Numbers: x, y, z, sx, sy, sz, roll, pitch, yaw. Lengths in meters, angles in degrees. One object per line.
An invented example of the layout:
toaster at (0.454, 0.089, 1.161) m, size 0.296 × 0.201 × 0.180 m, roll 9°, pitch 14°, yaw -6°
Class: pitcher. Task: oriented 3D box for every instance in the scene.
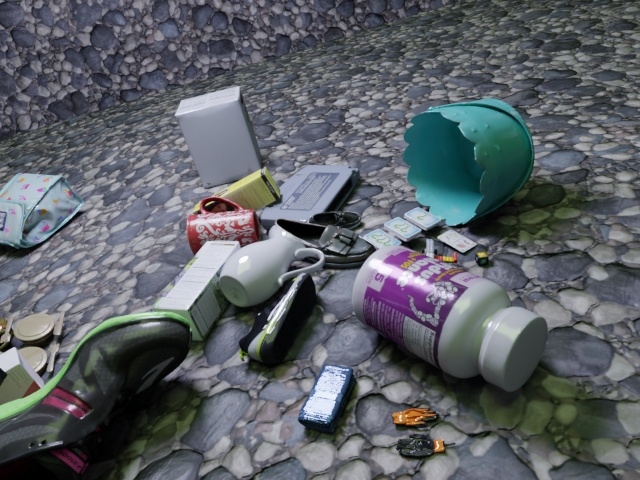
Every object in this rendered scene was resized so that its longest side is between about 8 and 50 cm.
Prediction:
pitcher at (-0.105, 0.062, 1.140) m, size 0.178 × 0.125 × 0.207 m, roll 15°, pitch 38°, yaw 30°

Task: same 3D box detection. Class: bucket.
bucket at (0.345, -0.192, 1.204) m, size 0.183 × 0.281 × 0.281 m, roll -24°, pitch 34°, yaw -22°

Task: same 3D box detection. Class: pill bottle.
pill bottle at (0.211, 0.126, 0.871) m, size 0.169 × 0.169 × 0.301 m, roll -36°, pitch 38°, yaw -28°

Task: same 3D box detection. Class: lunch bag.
lunch bag at (-0.958, -0.089, 1.675) m, size 0.223 × 0.160 × 0.262 m, roll 7°, pitch 51°, yaw 26°

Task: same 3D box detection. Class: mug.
mug at (-0.250, -0.042, 1.331) m, size 0.169 × 0.150 × 0.113 m, roll -8°, pitch 8°, yaw 3°

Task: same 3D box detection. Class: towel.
towel at (0.012, 0.266, 0.872) m, size 0.067 × 0.029 × 0.119 m, roll 4°, pitch 38°, yaw 26°

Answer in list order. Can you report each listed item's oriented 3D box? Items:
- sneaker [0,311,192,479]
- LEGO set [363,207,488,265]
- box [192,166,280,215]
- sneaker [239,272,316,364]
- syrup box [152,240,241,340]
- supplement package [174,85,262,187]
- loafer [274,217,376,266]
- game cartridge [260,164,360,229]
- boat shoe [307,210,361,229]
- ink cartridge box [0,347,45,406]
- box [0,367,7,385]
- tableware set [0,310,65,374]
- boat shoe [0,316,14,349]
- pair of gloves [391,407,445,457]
sneaker at (-0.409, 0.310, 0.873) m, size 0.483 × 0.185 × 0.202 m, roll -39°, pitch 48°, yaw -17°
LEGO set at (0.239, -0.003, 1.123) m, size 0.182 × 0.060 × 0.244 m, roll -25°, pitch 42°, yaw -28°
box at (-0.230, -0.107, 1.415) m, size 0.232 × 0.087 × 0.058 m, roll -28°, pitch 26°, yaw 11°
sneaker at (-0.090, 0.147, 1.038) m, size 0.097 × 0.084 × 0.234 m, roll 3°, pitch 38°, yaw 28°
syrup box at (-0.259, 0.106, 1.157) m, size 0.096 × 0.093 × 0.237 m, roll 0°, pitch 36°, yaw 23°
supplement package at (-0.322, -0.335, 1.676) m, size 0.204 × 0.262 × 0.145 m, roll -13°, pitch 33°, yaw 3°
loafer at (0.000, 0.000, 1.216) m, size 0.267 × 0.084 × 0.096 m, roll 6°, pitch 39°, yaw 29°
game cartridge at (-0.032, -0.120, 1.437) m, size 0.198 × 0.062 × 0.297 m, roll 1°, pitch 37°, yaw 31°
boat shoe at (0.039, -0.050, 1.279) m, size 0.142 × 0.040 × 0.049 m, roll -7°, pitch 73°, yaw -17°
ink cartridge box at (-0.653, 0.314, 0.991) m, size 0.198 × 0.115 × 0.067 m, roll -32°, pitch 39°, yaw -22°
box at (-0.665, 0.282, 0.916) m, size 0.162 × 0.029 × 0.116 m, roll -4°, pitch 42°, yaw 9°
tableware set at (-0.653, 0.244, 1.163) m, size 0.128 × 0.039 × 0.194 m, roll -5°, pitch 37°, yaw -13°
boat shoe at (-0.844, 0.270, 1.137) m, size 0.104 × 0.110 × 0.307 m, roll 16°, pitch 45°, yaw 40°
pair of gloves at (0.150, 0.294, 0.791) m, size 0.074 × 0.010 × 0.083 m, roll -9°, pitch 36°, yaw 7°
